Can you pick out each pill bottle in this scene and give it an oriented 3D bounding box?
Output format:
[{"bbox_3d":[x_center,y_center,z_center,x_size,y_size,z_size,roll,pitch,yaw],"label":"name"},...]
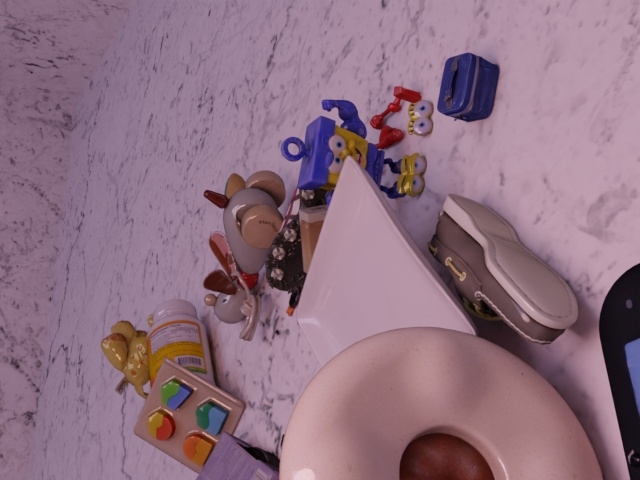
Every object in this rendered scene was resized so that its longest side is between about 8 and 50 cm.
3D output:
[{"bbox_3d":[-0.308,0.249,1.905,0.136,0.136,0.246,-56,33,31],"label":"pill bottle"}]

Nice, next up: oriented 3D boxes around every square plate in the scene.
[{"bbox_3d":[0.084,0.116,1.221,0.347,0.049,0.344,58,144,37],"label":"square plate"}]

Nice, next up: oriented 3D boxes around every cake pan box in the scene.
[{"bbox_3d":[-0.167,0.487,1.537,0.246,0.070,0.267,10,70,61],"label":"cake pan box"}]

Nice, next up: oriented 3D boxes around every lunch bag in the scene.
[{"bbox_3d":[0.208,-0.218,1.261,0.067,0.065,0.098,-5,72,61],"label":"lunch bag"}]

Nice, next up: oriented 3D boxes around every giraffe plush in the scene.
[{"bbox_3d":[-0.405,0.256,2.081,0.170,0.181,0.210,-38,30,19],"label":"giraffe plush"}]

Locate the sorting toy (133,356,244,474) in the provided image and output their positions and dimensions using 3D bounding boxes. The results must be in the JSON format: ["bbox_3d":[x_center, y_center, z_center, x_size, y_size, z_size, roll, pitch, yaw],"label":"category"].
[{"bbox_3d":[-0.270,0.363,1.753,0.208,0.193,0.038,-66,-12,21],"label":"sorting toy"}]

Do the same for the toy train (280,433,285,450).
[{"bbox_3d":[-0.033,0.375,1.456,0.158,0.027,0.036,39,115,60],"label":"toy train"}]

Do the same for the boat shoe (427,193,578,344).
[{"bbox_3d":[0.216,0.045,1.081,0.091,0.109,0.305,-64,24,21],"label":"boat shoe"}]

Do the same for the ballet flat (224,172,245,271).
[{"bbox_3d":[-0.165,-0.041,1.874,0.073,0.080,0.232,-11,67,29],"label":"ballet flat"}]

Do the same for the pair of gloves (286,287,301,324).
[{"bbox_3d":[-0.038,0.113,1.611,0.083,0.010,0.074,36,110,63],"label":"pair of gloves"}]

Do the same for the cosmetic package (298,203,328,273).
[{"bbox_3d":[0.000,0.000,1.501,0.041,0.060,0.115,-149,50,-62],"label":"cosmetic package"}]

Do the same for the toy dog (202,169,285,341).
[{"bbox_3d":[-0.178,0.016,1.711,0.220,0.161,0.334,-123,49,-74],"label":"toy dog"}]

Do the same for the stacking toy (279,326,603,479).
[{"bbox_3d":[0.080,0.346,1.044,0.480,0.350,0.351,117,154,-55],"label":"stacking toy"}]

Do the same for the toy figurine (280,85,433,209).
[{"bbox_3d":[0.021,-0.090,1.382,0.191,0.217,0.362,-9,69,60],"label":"toy figurine"}]

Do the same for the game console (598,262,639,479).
[{"bbox_3d":[0.404,0.148,0.733,0.342,0.060,0.386,-41,44,47],"label":"game console"}]

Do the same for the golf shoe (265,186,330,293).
[{"bbox_3d":[-0.019,-0.033,1.584,0.120,0.105,0.273,-91,24,-73],"label":"golf shoe"}]
